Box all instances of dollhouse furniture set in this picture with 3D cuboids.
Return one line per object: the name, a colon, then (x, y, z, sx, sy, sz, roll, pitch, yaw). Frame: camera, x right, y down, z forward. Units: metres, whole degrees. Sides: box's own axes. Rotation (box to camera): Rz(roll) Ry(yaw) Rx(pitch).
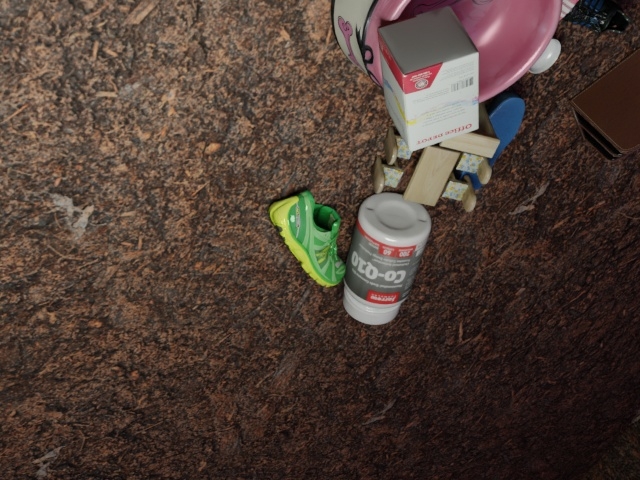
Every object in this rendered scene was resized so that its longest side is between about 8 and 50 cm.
dollhouse furniture set: (0.244, -0.157, 1.823, 0.212, 0.161, 0.242, 11, 128, -14)

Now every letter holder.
letter holder: (0.757, -0.306, 2.055, 0.302, 0.214, 0.152, -38, 143, 5)

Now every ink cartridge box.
ink cartridge box: (0.176, -0.260, 1.481, 0.128, 0.127, 0.176, -18, 142, -5)

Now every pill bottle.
pill bottle: (0.139, 0.047, 2.029, 0.161, 0.161, 0.283, -14, 138, -25)

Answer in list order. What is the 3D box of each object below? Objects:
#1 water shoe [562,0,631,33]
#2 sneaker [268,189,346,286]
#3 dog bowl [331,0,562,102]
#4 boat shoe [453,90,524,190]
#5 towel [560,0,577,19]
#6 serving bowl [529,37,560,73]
water shoe: (0.548, -0.462, 1.838, 0.203, 0.080, 0.073, -4, 134, -34)
sneaker: (0.000, 0.000, 1.918, 0.123, 0.109, 0.295, -32, 143, 4)
dog bowl: (0.232, -0.395, 1.576, 0.408, 0.150, 0.408, -14, 141, -11)
boat shoe: (0.340, -0.222, 1.951, 0.109, 0.089, 0.258, 9, 132, -26)
towel: (0.442, -0.484, 1.712, 0.144, 0.029, 0.197, 11, 145, -25)
serving bowl: (0.456, -0.389, 1.895, 0.083, 0.027, 0.083, -20, 140, -18)
